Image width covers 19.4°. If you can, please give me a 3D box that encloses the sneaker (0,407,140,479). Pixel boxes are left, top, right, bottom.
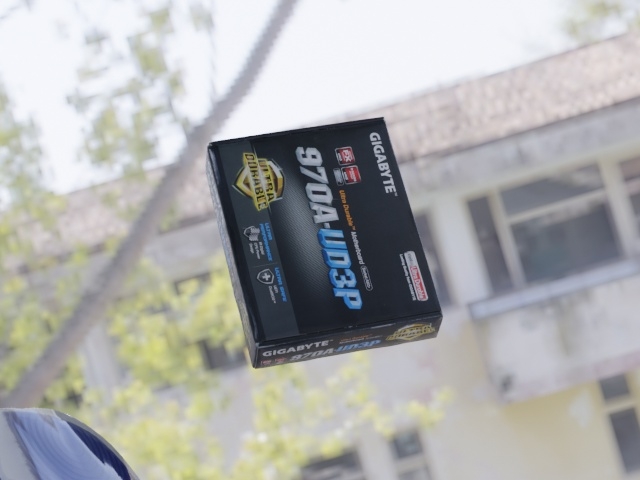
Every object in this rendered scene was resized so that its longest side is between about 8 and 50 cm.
[{"bbox_3d":[-0.173,0.237,1.269,0.182,0.127,0.315,-35,-31,9],"label":"sneaker"}]

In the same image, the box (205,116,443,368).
[{"bbox_3d":[0.000,0.000,1.718,0.175,0.220,0.051,-9,-29,-11],"label":"box"}]
